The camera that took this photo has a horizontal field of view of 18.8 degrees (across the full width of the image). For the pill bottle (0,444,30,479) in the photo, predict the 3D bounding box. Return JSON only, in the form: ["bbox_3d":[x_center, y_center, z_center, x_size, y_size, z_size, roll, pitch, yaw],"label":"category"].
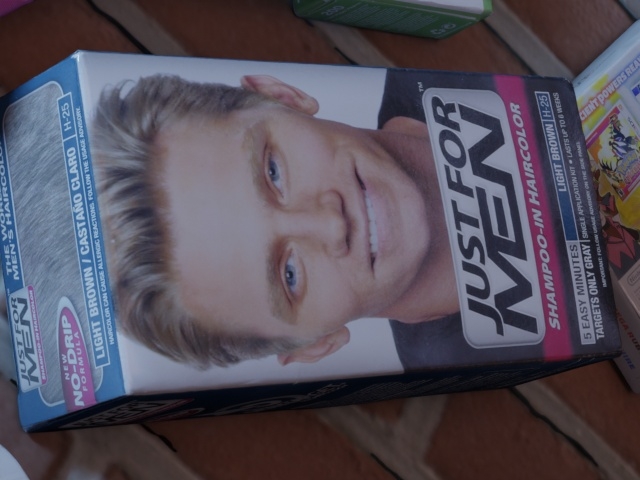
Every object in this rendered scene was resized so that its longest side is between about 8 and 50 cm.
[{"bbox_3d":[-0.229,0.153,0.801,0.221,0.121,0.121,-13,85,-41],"label":"pill bottle"}]

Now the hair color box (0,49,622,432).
[{"bbox_3d":[0.000,0.000,1.047,0.347,0.105,0.174,-2,77,-39],"label":"hair color box"}]

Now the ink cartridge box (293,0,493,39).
[{"bbox_3d":[-0.006,-0.219,1.142,0.235,0.056,0.171,4,74,-37],"label":"ink cartridge box"}]

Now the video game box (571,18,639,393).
[{"bbox_3d":[0.223,-0.031,1.278,0.205,0.048,0.187,-41,105,-40],"label":"video game box"}]

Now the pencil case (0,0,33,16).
[{"bbox_3d":[-0.164,-0.160,0.974,0.209,0.098,0.095,-28,140,-41],"label":"pencil case"}]
